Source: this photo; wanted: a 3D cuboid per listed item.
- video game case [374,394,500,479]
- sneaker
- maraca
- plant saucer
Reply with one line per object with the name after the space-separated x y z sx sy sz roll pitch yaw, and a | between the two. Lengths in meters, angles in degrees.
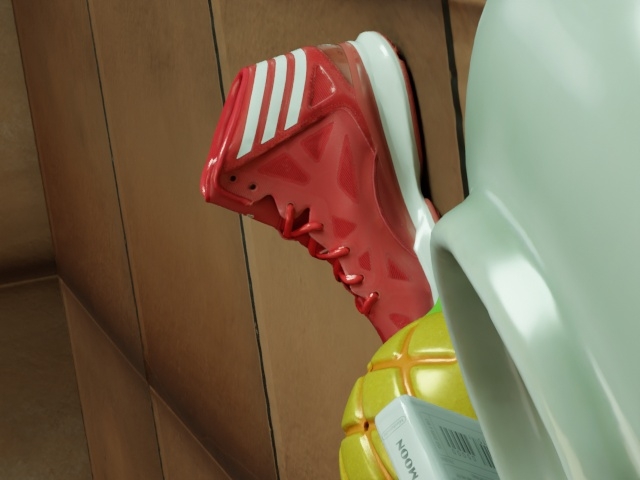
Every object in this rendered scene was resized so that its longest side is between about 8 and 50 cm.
0.115 0.152 0.772 0.022 0.190 0.173 -43 49 22 | video game case
0.000 0.000 1.105 0.087 0.128 0.221 138 119 -72 | sneaker
0.069 0.083 1.000 0.127 0.099 0.185 37 112 55 | maraca
0.118 0.074 0.622 0.400 0.100 0.400 159 90 -87 | plant saucer
